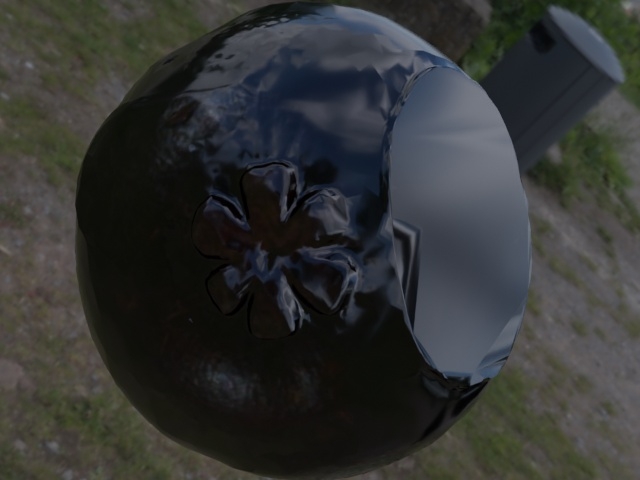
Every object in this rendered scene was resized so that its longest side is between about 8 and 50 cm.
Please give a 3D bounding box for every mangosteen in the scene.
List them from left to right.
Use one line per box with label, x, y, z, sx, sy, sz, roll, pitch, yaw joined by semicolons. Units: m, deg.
mangosteen;0.002;-0.001;0.600;0.287;0.233;0.288;19;65;-50
